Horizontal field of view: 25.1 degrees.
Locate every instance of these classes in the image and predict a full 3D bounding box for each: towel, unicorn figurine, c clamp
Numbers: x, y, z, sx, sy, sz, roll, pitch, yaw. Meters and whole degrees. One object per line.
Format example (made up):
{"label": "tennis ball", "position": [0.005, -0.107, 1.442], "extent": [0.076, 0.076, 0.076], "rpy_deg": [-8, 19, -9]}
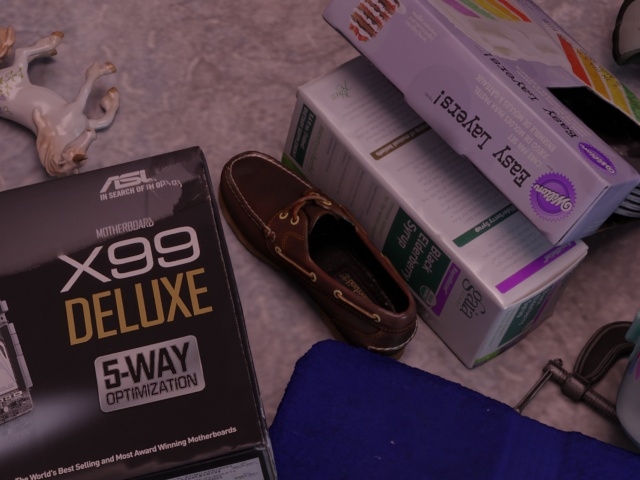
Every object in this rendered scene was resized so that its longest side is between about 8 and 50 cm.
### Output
{"label": "towel", "position": [0.099, 0.202, 0.960], "extent": [0.308, 0.076, 0.227], "rpy_deg": [22, 43, 5]}
{"label": "unicorn figurine", "position": [-0.208, -0.104, 1.122], "extent": [0.162, 0.060, 0.111], "rpy_deg": [21, 55, 23]}
{"label": "c clamp", "position": [0.240, 0.126, 1.071], "extent": [0.161, 0.022, 0.137], "rpy_deg": [31, 52, 12]}

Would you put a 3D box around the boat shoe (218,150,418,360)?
{"label": "boat shoe", "position": [0.000, 0.000, 1.076], "extent": [0.073, 0.073, 0.207], "rpy_deg": [-35, 68, -25]}

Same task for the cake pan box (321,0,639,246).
{"label": "cake pan box", "position": [0.160, -0.110, 1.109], "extent": [0.267, 0.070, 0.246], "rpy_deg": [47, 29, 19]}

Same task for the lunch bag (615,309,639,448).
{"label": "lunch bag", "position": [0.347, 0.083, 1.037], "extent": [0.224, 0.108, 0.279], "rpy_deg": [35, 44, 12]}

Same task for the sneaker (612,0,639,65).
{"label": "sneaker", "position": [0.376, -0.142, 1.239], "extent": [0.271, 0.100, 0.108], "rpy_deg": [26, 80, 3]}

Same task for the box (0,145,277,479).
{"label": "box", "position": [-0.199, 0.082, 0.931], "extent": [0.307, 0.076, 0.242], "rpy_deg": [-13, 54, -2]}

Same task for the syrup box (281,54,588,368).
{"label": "syrup box", "position": [0.082, -0.028, 1.096], "extent": [0.096, 0.093, 0.237], "rpy_deg": [-30, 67, -27]}
